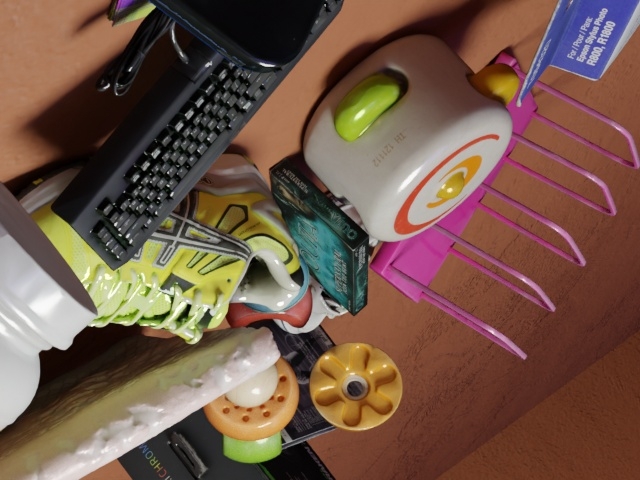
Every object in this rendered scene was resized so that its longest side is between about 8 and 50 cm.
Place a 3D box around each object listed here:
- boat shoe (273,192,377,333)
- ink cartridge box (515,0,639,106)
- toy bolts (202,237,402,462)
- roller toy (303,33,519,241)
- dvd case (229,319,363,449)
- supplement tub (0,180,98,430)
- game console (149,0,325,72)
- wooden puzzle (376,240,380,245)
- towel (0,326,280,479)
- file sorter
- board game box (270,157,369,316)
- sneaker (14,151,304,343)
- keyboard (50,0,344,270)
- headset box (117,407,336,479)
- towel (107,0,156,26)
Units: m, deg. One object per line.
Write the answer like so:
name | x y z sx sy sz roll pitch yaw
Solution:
boat shoe | 0.011 0.047 1.804 0.096 0.088 0.267 -28 157 -33
ink cartridge box | 0.337 -0.315 1.523 0.330 0.071 0.324 -53 169 -30
toy bolts | -0.024 0.097 1.611 0.218 0.228 0.158 -6 154 -5
roller toy | 0.095 -0.100 1.558 0.209 0.146 0.191 -28 157 -35
dvd case | -0.034 0.167 1.863 0.018 0.164 0.221 -48 160 29
supplement tub | -0.338 0.078 0.996 0.331 0.241 0.241 -40 161 -3
game console | -0.023 -0.276 0.748 0.173 0.250 0.293 -14 -134 56
wooden puzzle | 0.085 -0.019 1.924 0.049 0.006 0.083 -28 157 -34
towel | -0.239 0.174 1.459 0.332 0.053 0.317 -30 -171 -26
file sorter | 0.228 -0.030 1.794 0.290 0.182 0.202 -58 160 -2
board game box | 0.000 0.000 1.627 0.026 0.126 0.186 -42 161 -16
sneaker | -0.153 0.016 1.347 0.385 0.147 0.145 -16 151 -47
keyboard | -0.095 -0.130 1.208 0.317 0.033 0.201 -52 151 -10
headset box | -0.116 0.264 1.801 0.131 0.246 0.283 -43 159 7
towel | -0.127 -0.198 1.140 0.060 0.009 0.083 -26 157 -37
